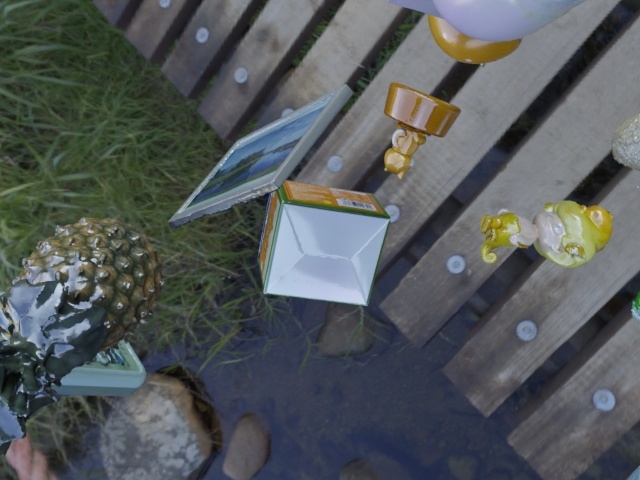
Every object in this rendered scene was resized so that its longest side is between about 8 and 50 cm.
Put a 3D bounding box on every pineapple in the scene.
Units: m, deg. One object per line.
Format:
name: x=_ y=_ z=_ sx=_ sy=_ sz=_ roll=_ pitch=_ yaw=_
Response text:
pineapple: x=-0.199 y=0.070 z=0.475 sx=0.125 sy=0.251 sz=0.125 roll=0 pitch=113 yaw=1

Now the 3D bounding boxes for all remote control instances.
remote control: x=-0.333 y=0.118 z=0.700 sx=0.065 sy=0.335 sz=0.128 roll=-47 pitch=63 yaw=6

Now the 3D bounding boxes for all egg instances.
egg: x=0.588 y=-0.171 z=1.120 sx=0.140 sy=0.118 sz=0.116 roll=-1 pitch=110 yaw=37

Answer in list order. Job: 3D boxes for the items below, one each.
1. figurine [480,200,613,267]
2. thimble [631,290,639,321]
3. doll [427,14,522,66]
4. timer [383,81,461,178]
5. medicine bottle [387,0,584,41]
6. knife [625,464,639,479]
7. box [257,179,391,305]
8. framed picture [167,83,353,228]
figurine: x=0.418 y=-0.011 z=1.169 sx=0.246 sy=0.156 sz=0.131 roll=4 pitch=133 yaw=-6
thimble: x=0.539 y=0.088 z=0.954 sx=0.130 sy=0.118 sz=0.090 roll=-34 pitch=49 yaw=-15
doll: x=0.317 y=-0.454 z=1.256 sx=0.213 sy=0.236 sz=0.213 roll=4 pitch=101 yaw=20
timer: x=0.156 y=-0.184 z=1.119 sx=0.132 sy=0.132 sz=0.152 roll=28 pitch=107 yaw=22
medicine bottle: x=0.298 y=-0.431 z=0.923 sx=0.406 sy=0.236 sz=0.235 roll=-25 pitch=82 yaw=57
knife: x=0.148 y=0.174 z=0.339 sx=0.023 sy=0.044 sz=0.162 roll=20 pitch=135 yaw=15
box: x=0.000 y=0.000 z=1.151 sx=0.195 sy=0.148 sz=0.177 roll=7 pitch=112 yaw=-13
framed picture: x=-0.050 y=-0.061 z=0.488 sx=0.149 sy=0.109 sz=0.011 roll=-15 pitch=125 yaw=49
